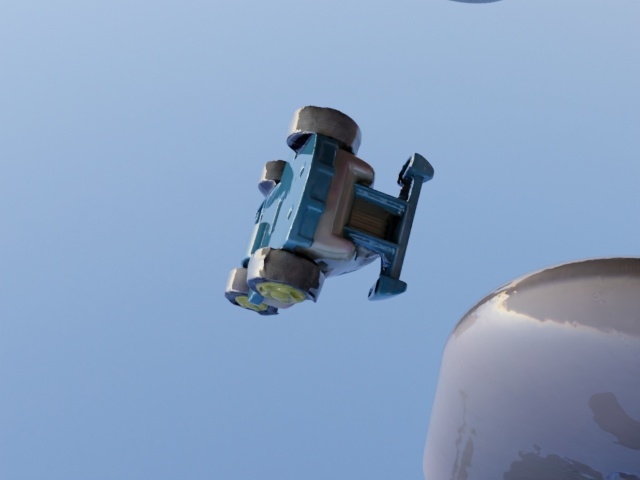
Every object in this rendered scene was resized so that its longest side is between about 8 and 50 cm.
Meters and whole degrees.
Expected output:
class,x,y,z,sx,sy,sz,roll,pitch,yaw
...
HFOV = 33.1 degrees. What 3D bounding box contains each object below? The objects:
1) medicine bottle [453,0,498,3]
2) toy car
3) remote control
class,x,y,z,sx,sy,sz,roll,pitch,yaw
medicine bottle,0.183,-0.314,0.751,0.179,0.324,0.124,-16,-109,-41
toy car,0.000,0.000,0.722,0.098,0.161,0.126,20,-113,-9
remote control,0.176,0.121,0.644,0.221,0.332,0.103,9,-126,6
